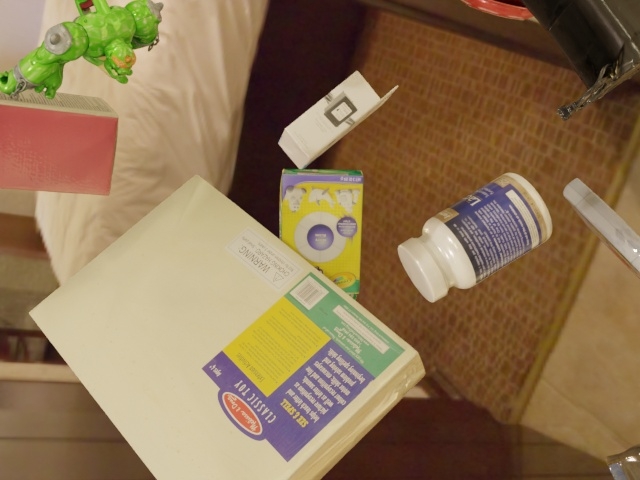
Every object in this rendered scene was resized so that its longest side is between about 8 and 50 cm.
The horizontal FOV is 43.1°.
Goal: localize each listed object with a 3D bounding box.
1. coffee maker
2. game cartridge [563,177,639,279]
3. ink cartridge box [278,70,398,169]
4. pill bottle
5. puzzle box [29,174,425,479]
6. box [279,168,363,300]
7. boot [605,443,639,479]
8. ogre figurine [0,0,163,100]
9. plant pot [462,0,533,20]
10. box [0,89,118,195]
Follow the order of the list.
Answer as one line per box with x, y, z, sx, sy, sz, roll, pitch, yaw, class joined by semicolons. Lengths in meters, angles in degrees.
0.249;-0.235;0.765;0.178;0.171;0.120;53;142;8;coffee maker
0.625;0.000;1.680;0.060;0.196;0.294;-41;52;8;game cartridge
0.025;-0.192;1.243;0.180;0.060;0.104;-40;2;-11;ink cartridge box
0.288;-0.002;1.529;0.153;0.264;0.153;57;171;15;pill bottle
-0.121;0.113;0.898;0.409;0.272;0.052;38;162;37;puzzle box
0.000;0.000;1.039;0.043;0.105;0.179;-92;2;-73;box
0.659;0.490;1.630;0.106;0.219;0.082;-20;24;25;boot
-0.253;-0.218;0.896;0.118;0.197;0.097;-23;78;54;ogre figurine
0.358;-0.530;1.559;0.191;0.191;0.174;-125;43;-51;plant pot
-0.429;-0.151;1.190;0.148;0.232;0.127;40;123;59;box
